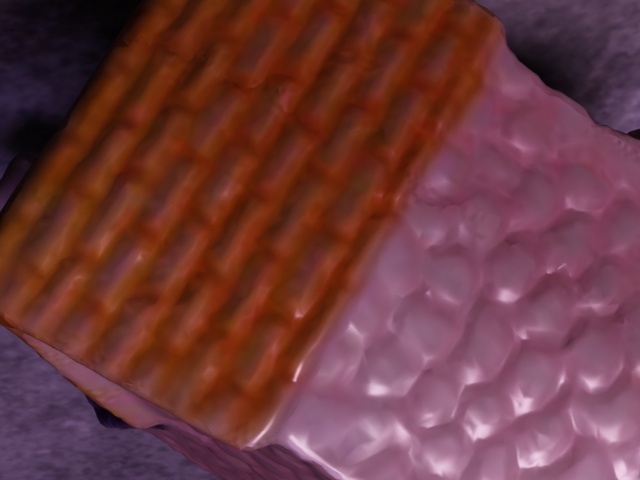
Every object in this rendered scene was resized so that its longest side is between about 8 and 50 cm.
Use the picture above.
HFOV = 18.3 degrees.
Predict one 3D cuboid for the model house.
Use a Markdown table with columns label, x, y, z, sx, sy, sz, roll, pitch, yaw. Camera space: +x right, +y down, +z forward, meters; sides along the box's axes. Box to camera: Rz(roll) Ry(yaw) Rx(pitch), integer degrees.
| label | x | y | z | sx | sy | sz | roll | pitch | yaw |
| --- | --- | --- | --- | --- | --- | --- | --- | --- | --- |
| model house | 0.000 | 0.000 | 0.774 | 0.237 | 0.202 | 0.237 | 34 | 169 | -16 |
